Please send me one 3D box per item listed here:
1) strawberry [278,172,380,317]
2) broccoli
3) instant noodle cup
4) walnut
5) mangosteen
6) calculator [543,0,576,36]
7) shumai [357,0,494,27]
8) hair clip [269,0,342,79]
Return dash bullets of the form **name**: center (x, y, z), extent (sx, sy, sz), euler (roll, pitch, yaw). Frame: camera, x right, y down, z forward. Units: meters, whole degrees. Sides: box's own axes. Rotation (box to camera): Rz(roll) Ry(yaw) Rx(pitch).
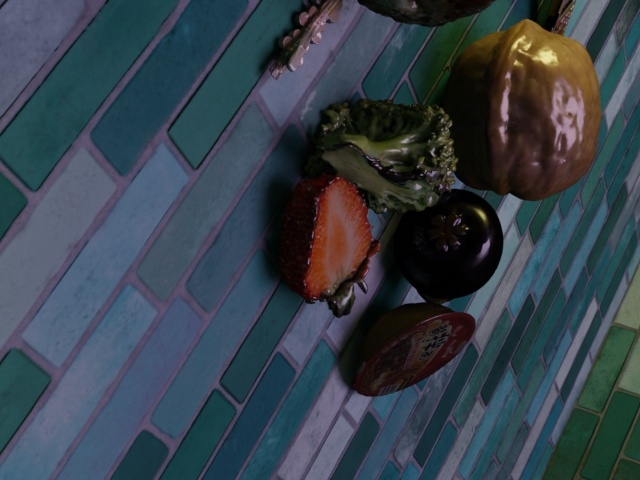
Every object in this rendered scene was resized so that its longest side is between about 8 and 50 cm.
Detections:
- **strawberry**: center (0.000, 0.000, 1.537), extent (0.188, 0.106, 0.286), euler (-42, 140, -33)
- **broccoli**: center (0.095, -0.166, 1.521), extent (0.273, 0.243, 0.180), euler (37, 58, -50)
- **instant noodle cup**: center (0.167, 0.195, 1.849), extent (0.274, 0.090, 0.274), euler (-22, 148, -15)
- **walnut**: center (0.387, -0.254, 1.824), extent (0.306, 0.306, 0.343), euler (-28, 127, -48)
- **mangosteen**: center (0.249, 0.013, 1.838), extent (0.243, 0.243, 0.242), euler (-29, 128, -47)
- **calculator**: center (0.541, -0.499, 2.151), extent (0.157, 0.033, 0.236), euler (-50, 157, -38)
- **shumai**: center (0.105, -0.489, 1.253), extent (0.348, 0.395, 0.394), euler (-14, 116, -55)
- **hair clip**: center (-0.018, -0.318, 1.429), extent (0.062, 0.056, 0.213), euler (53, 51, -33)
